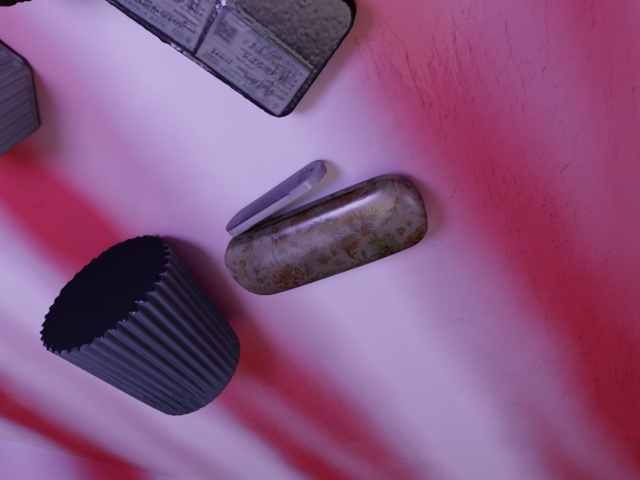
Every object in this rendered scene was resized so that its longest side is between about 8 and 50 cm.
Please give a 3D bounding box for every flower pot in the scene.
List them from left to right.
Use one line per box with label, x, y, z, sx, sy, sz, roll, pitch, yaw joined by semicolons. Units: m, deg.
flower pot;-0.612;-0.227;0.693;0.209;0.190;0.239;-33;119;29

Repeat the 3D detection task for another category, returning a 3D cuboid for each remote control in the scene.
remote control;-0.089;-0.077;0.818;0.245;0.077;0.022;-28;119;27

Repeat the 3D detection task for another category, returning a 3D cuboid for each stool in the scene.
stool;-0.369;0.205;0.963;0.297;0.297;0.330;-14;131;18

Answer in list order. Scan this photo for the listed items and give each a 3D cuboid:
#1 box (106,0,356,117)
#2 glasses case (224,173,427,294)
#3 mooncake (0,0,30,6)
box;-0.140;-0.349;0.615;0.350;0.058;0.211;32;128;-18
glasses case;0.000;0.000;0.856;0.425;0.098;0.156;-21;126;22
mooncake;-0.371;-0.467;0.440;0.246;0.393;0.394;31;167;-16
